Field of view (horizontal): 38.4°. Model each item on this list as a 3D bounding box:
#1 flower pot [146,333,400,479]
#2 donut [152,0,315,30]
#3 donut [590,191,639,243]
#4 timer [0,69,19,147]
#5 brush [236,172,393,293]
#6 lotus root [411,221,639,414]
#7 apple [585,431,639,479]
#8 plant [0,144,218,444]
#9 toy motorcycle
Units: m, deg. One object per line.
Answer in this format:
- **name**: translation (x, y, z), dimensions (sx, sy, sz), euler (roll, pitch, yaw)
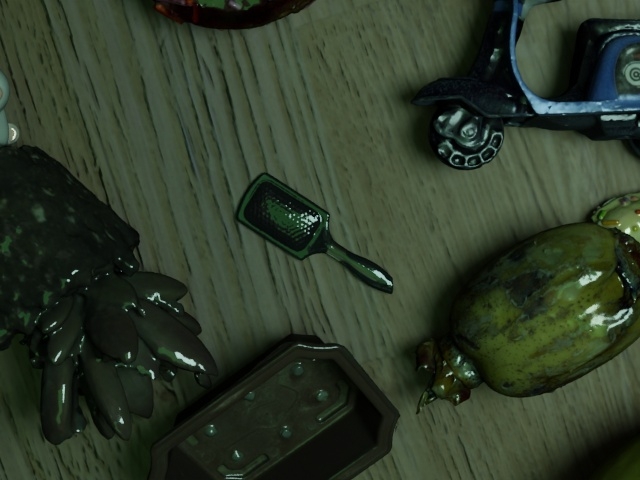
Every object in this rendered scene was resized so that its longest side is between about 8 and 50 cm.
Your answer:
- **flower pot**: translation (-0.054, 0.199, 0.981), dimensions (0.250, 0.084, 0.179), euler (-36, 115, 6)
- **donut**: translation (-0.085, -0.338, 0.917), dimensions (0.269, 0.103, 0.270), euler (1, 96, 5)
- **donut**: translation (0.368, 0.016, 0.957), dimensions (0.108, 0.065, 0.166), euler (-32, 95, 6)
- **timer**: translation (-0.440, -0.182, 0.901), dimensions (0.290, 0.291, 0.315), euler (-40, 117, 7)
- **brush**: translation (0.000, 0.000, 0.999), dimensions (0.193, 0.016, 0.063), euler (32, 99, -1)
- **lotus root**: translation (0.209, 0.085, 0.938), dimensions (0.278, 0.154, 0.154), euler (-37, 94, 23)
- **apple**: translation (0.369, 0.296, 0.903), dimensions (0.233, 0.295, 0.258), euler (29, 78, 35)
- **plant**: translation (-0.255, 0.061, 0.950), dimensions (0.181, 0.194, 0.321), euler (-37, 90, 19)
- **toy motorcycle**: translation (0.267, -0.180, 0.915), dimensions (0.358, 0.125, 0.213), euler (-2, 89, 1)
